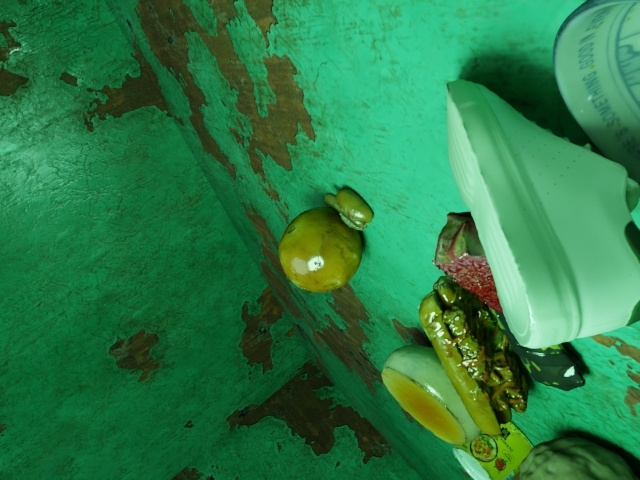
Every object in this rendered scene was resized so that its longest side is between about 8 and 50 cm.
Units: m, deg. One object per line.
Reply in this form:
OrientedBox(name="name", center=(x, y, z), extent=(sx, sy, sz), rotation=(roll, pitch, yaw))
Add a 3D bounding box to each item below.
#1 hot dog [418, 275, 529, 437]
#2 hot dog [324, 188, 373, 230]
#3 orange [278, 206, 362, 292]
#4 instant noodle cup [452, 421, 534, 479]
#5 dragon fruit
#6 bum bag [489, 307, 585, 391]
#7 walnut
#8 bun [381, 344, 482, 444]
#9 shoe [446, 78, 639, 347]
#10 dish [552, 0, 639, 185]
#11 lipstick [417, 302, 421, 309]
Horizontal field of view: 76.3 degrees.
OrientedBox(name="hot dog", center=(0.324, 0.229, 0.824), extent=(0.117, 0.158, 0.349), rotation=(-14, 108, 52))
OrientedBox(name="hot dog", center=(0.071, -0.083, 1.034), extent=(0.140, 0.060, 0.090), rotation=(52, 158, 18))
OrientedBox(name="orange", center=(0.001, 0.027, 1.136), extent=(0.240, 0.240, 0.240), rotation=(47, 161, 22))
OrientedBox(name="instant noodle cup", center=(0.459, 0.568, 1.098), extent=(0.182, 0.144, 0.182), rotation=(47, 161, 22))
OrientedBox(name="dragon fruit", center=(0.292, 0.019, 0.570), extent=(0.274, 0.126, 0.161), rotation=(31, 147, -34))
OrientedBox(name="bum bag", center=(0.377, 0.171, 0.720), extent=(0.233, 0.060, 0.106), rotation=(55, 153, -8))
OrientedBox(name="walnut", center=(0.501, 0.519, 0.768), extent=(0.273, 0.227, 0.273), rotation=(47, 166, 15))
OrientedBox(name="bun", center=(0.319, 0.394, 1.103), extent=(0.299, 0.164, 0.299), rotation=(40, 154, 24))
OrientedBox(name="shoe", center=(0.243, -0.070, 0.445), extent=(0.132, 0.160, 0.363), rotation=(68, -165, -51))
OrientedBox(name="dish", center=(0.313, -0.100, 0.272), extent=(0.273, 0.133, 0.273), rotation=(44, -164, -16))
OrientedBox(name="lipstick", center=(0.272, 0.150, 1.006), extent=(0.025, 0.025, 0.107), rotation=(49, 155, 17))
